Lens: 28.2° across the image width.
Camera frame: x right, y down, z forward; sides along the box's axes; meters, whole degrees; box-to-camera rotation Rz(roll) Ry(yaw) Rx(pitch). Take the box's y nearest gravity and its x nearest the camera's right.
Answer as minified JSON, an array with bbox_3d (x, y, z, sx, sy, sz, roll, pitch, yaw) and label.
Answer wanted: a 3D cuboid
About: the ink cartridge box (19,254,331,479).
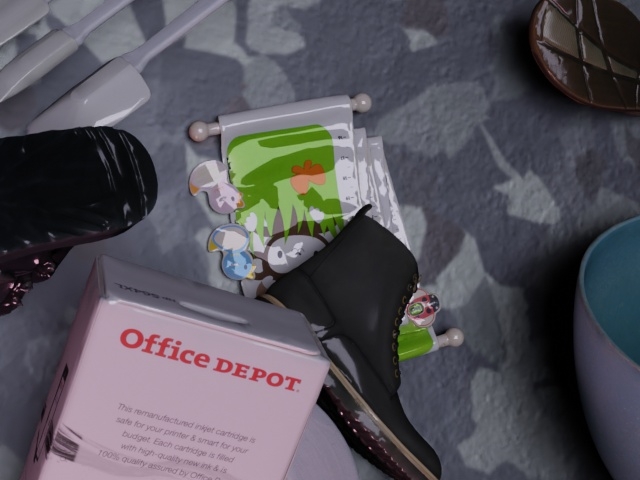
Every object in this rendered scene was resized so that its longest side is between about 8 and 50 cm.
[{"bbox_3d":[-0.101,0.129,0.808,0.148,0.086,0.203,18,104,-17],"label":"ink cartridge box"}]

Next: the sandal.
[{"bbox_3d":[0.254,-0.150,1.072,0.219,0.060,0.090,6,92,-33],"label":"sandal"}]

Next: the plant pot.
[{"bbox_3d":[0.328,0.132,0.991,0.290,0.290,0.195,-7,125,-19],"label":"plant pot"}]

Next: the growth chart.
[{"bbox_3d":[0.000,0.000,0.994,0.172,0.021,0.237,-21,94,-18],"label":"growth chart"}]

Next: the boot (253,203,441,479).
[{"bbox_3d":[0.053,0.082,0.960,0.137,0.077,0.198,-45,101,-20],"label":"boot"}]

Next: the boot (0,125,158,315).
[{"bbox_3d":[-0.246,-0.002,0.791,0.246,0.207,0.094,-9,80,-35],"label":"boot"}]

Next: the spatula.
[{"bbox_3d":[-0.139,-0.167,0.903,0.242,0.168,0.019,-40,142,-19],"label":"spatula"}]

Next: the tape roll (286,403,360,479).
[{"bbox_3d":[-0.082,0.200,0.929,0.219,0.072,0.219,1,88,-18],"label":"tape roll"}]
